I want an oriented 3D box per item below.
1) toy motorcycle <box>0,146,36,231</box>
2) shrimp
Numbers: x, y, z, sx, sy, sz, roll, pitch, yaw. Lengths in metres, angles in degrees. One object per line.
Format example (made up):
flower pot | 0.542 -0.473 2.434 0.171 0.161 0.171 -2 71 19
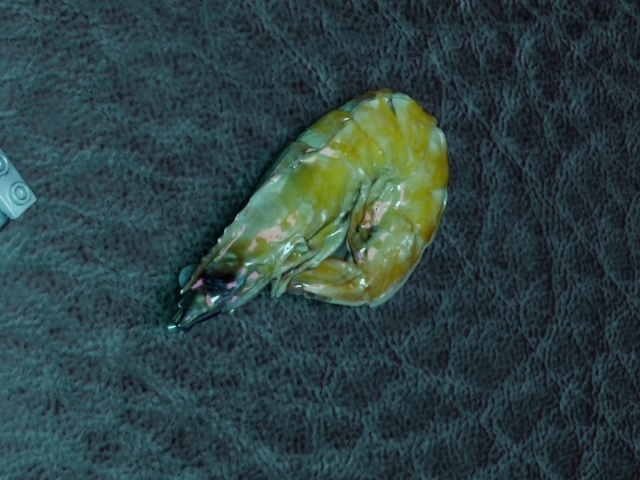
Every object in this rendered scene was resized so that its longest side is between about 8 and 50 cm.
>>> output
toy motorcycle | -0.268 -0.099 1.105 0.215 0.122 0.080 56 46 -17
shrimp | 0.000 0.000 1.307 0.317 0.062 0.164 -41 111 -30
